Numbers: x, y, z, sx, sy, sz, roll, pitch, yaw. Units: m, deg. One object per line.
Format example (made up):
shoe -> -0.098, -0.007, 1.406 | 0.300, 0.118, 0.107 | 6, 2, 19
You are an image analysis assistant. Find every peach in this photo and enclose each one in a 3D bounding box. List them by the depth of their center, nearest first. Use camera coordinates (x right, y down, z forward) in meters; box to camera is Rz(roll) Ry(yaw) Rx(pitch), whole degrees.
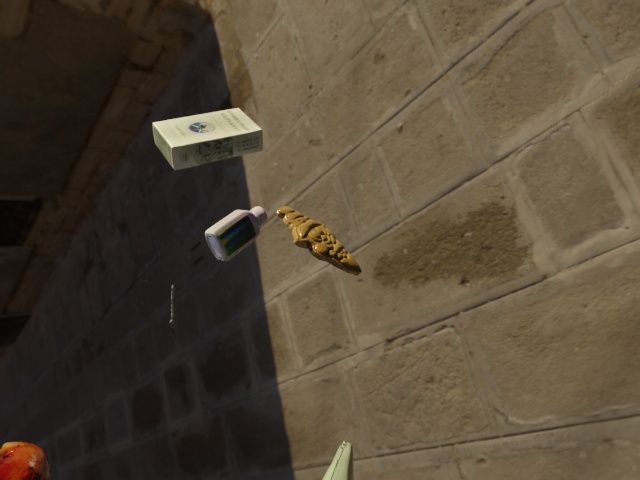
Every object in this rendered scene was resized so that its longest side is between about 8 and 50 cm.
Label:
peach -> -0.457, 0.378, 0.725 | 0.172, 0.092, 0.127 | -101, 35, -69

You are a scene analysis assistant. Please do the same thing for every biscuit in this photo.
biscuit -> 0.000, 0.000, 1.166 | 0.250, 0.162, 0.035 | 39, 118, -5

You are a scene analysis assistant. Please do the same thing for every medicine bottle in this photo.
medicine bottle -> -0.268, -0.034, 1.609 | 0.078, 0.219, 0.115 | 7, 127, 44

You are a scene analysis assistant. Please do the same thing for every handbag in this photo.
handbag -> 0.059, 0.608, 1.108 | 0.109, 0.315, 0.242 | -5, 95, 19

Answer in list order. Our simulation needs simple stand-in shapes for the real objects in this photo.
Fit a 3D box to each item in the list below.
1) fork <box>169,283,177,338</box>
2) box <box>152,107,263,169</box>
fork -> -0.308, 0.149, 1.019 | 0.012, 0.016, 0.116 | -1, 92, 6
box -> -0.308, -0.284, 1.348 | 0.164, 0.256, 0.069 | 46, 144, 40
